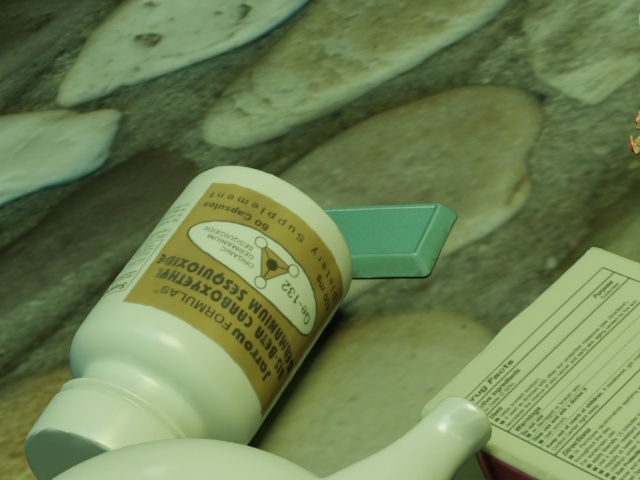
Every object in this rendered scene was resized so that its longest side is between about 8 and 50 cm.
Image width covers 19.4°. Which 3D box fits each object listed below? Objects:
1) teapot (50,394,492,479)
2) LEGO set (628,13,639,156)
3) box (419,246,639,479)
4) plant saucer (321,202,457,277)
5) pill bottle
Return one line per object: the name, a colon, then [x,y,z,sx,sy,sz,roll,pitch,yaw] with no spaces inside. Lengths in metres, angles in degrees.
teapot: [-0.055,0.203,0.946,0.256,0.252,0.187,6,19,16]
LEGO set: [0.241,-0.115,1.250,0.107,0.132,0.287,-11,43,34]
box: [0.192,0.122,0.957,0.148,0.127,0.232,-41,37,-21]
plant saucer: [0.000,0.000,1.334,0.192,0.018,0.067,-3,40,31]
pill bottle: [-0.085,0.071,1.193,0.131,0.131,0.229,4,44,35]
